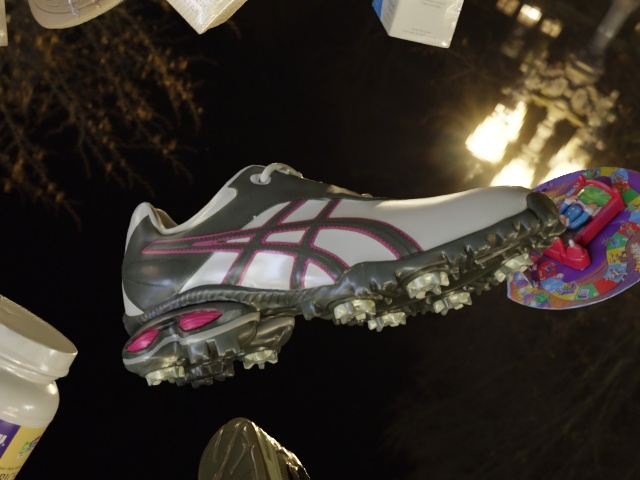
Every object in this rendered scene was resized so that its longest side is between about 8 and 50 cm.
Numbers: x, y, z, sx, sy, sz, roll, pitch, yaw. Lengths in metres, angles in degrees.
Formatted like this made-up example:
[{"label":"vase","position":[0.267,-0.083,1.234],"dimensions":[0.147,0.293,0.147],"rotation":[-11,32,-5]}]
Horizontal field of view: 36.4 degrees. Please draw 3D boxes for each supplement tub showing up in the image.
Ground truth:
[{"label":"supplement tub","position":[-0.479,0.229,1.213],"dimensions":[0.241,0.331,0.241],"rotation":[32,177,2]}]

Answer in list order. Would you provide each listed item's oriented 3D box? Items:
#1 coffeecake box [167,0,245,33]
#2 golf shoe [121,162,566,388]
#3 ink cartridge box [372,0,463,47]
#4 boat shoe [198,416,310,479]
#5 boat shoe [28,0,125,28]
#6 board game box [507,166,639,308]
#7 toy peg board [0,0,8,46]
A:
[{"label":"coffeecake box","position":[-0.036,-0.213,0.445],"dimensions":[0.142,0.185,0.068],"rotation":[45,-165,-10]},{"label":"golf shoe","position":[0.000,0.000,0.571],"dimensions":[0.105,0.272,0.120],"rotation":[36,-141,-68]},{"label":"ink cartridge box","position":[0.134,-0.355,1.118],"dimensions":[0.077,0.231,0.134],"rotation":[10,-154,-12]},{"label":"boat shoe","position":[-0.017,0.209,0.589],"dimensions":[0.073,0.080,0.224],"rotation":[23,-148,-36]},{"label":"boat shoe","position":[-0.159,-0.289,0.928],"dimensions":[0.092,0.285,0.103],"rotation":[-3,-116,-62]},{"label":"board game box","position":[0.219,-0.016,0.843],"dimensions":[0.033,0.133,0.169],"rotation":[56,-151,-36]},{"label":"toy peg board","position":[-0.401,-0.306,1.064],"dimensions":[0.079,0.161,0.160],"rotation":[-9,-153,-24]}]
